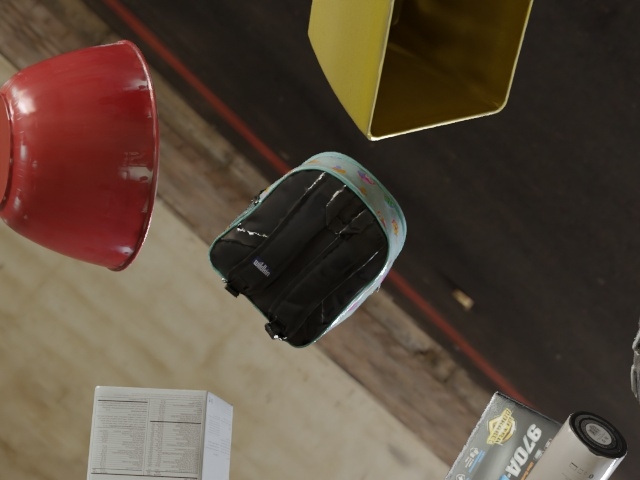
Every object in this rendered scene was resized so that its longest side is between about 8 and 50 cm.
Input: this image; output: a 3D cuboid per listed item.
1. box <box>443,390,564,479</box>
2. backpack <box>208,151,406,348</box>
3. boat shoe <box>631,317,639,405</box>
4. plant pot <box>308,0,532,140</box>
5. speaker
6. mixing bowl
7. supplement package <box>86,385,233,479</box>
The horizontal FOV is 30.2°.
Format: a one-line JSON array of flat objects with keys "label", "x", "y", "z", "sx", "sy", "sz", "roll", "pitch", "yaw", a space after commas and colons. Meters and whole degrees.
[{"label": "box", "x": 0.294, "y": 0.367, "z": 1.825, "sx": 0.175, "sy": 0.220, "sz": 0.051, "roll": 27, "pitch": 169, "yaw": 35}, {"label": "backpack", "x": 0.000, "y": 0.000, "z": 1.290, "sx": 0.166, "sy": 0.188, "sz": 0.144, "roll": 47, "pitch": -148, "yaw": 6}, {"label": "boat shoe", "x": 0.341, "y": 0.079, "z": 1.091, "sx": 0.301, "sy": 0.108, "sz": 0.102, "roll": 82, "pitch": 174, "yaw": -46}, {"label": "plant pot", "x": 0.102, "y": -0.269, "z": 1.386, "sx": 0.187, "sy": 0.212, "sz": 0.212, "roll": 45, "pitch": 138, "yaw": 40}, {"label": "speaker", "x": 0.199, "y": 0.210, "z": 0.995, "sx": 0.055, "sy": 0.136, "sz": 0.055, "roll": 20, "pitch": -150, "yaw": -12}, {"label": "mixing bowl", "x": -0.201, "y": -0.067, "z": 0.909, "sx": 0.098, "sy": 0.181, "sz": 0.181, "roll": 1, "pitch": -171, "yaw": -28}, {"label": "supplement package", "x": -0.205, "y": 0.300, "z": 1.528, "sx": 0.149, "sy": 0.203, "sz": 0.194, "roll": 1, "pitch": 167, "yaw": 6}]
